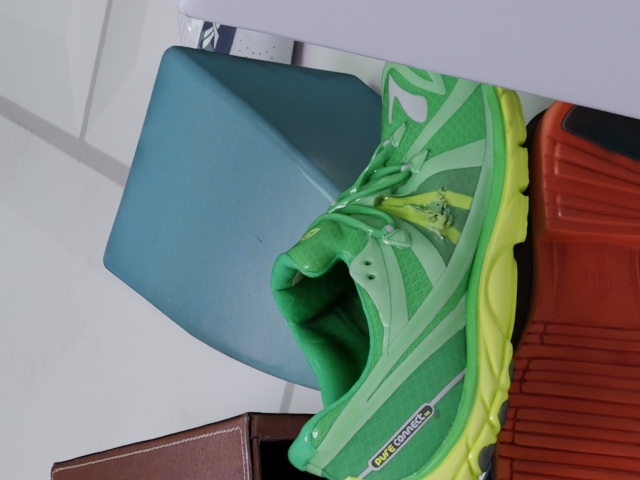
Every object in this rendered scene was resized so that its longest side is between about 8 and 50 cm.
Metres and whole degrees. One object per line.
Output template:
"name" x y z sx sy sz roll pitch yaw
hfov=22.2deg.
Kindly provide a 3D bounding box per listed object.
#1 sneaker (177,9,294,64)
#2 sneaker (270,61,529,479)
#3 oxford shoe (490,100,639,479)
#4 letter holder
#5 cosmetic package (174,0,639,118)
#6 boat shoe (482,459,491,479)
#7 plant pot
"sneaker" -0.036 -0.218 1.225 0.153 0.094 0.235 146 136 -62
"sneaker" 0.040 0.000 0.868 0.109 0.123 0.296 116 163 -54
"oxford shoe" 0.134 0.056 0.902 0.098 0.097 0.271 154 127 -72
"letter holder" -0.053 0.242 1.100 0.302 0.152 0.214 -23 66 55
"cosmetic package" 0.089 -0.323 0.813 0.327 0.329 0.394 -56 39 35
"boat shoe" 0.105 0.161 0.956 0.049 0.040 0.142 49 124 52
"plant pot" 0.000 0.000 1.064 0.234 0.165 0.165 39 116 47
